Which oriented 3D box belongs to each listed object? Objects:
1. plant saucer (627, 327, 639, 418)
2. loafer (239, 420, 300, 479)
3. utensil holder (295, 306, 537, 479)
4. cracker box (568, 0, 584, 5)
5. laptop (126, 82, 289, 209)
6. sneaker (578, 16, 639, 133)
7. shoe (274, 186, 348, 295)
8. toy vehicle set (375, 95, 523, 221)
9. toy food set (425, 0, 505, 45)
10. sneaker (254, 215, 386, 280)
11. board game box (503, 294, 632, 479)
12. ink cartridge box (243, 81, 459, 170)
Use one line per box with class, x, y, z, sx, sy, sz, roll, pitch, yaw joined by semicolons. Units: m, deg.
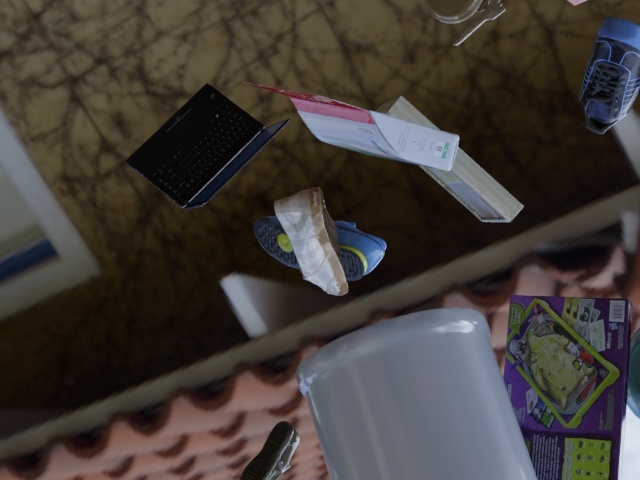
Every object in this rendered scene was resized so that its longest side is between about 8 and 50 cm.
plant saucer;0.568;0.212;2.127;0.195;0.037;0.194;-26;-125;45
loafer;-0.079;0.368;2.087;0.148;0.050;0.056;-55;-140;1
utensil holder;0.165;0.346;2.015;0.328;0.385;0.327;-14;160;-5
cracker box;0.426;-0.494;2.132;0.156;0.232;0.067;-18;-121;41
laptop;-0.219;-0.188;2.425;0.264;0.136;0.234;38;-105;23
sneaker;0.378;-0.207;1.635;0.090;0.081;0.232;-65;164;-8
shoe;-0.009;0.004;1.590;0.058;0.219;0.076;-12;-123;5
toy vehicle set;0.202;-0.129;2.080;0.035;0.267;0.166;-50;-172;-5
toy food set;0.241;-0.440;2.211;0.132;0.192;0.039;-36;158;30
sneaker;0.000;0.000;1.904;0.209;0.069;0.082;16;-141;29
board game box;0.407;0.266;2.125;0.208;0.346;0.056;2;168;21
ink cartridge box;0.033;-0.143;1.598;0.225;0.056;0.181;10;-175;-35
